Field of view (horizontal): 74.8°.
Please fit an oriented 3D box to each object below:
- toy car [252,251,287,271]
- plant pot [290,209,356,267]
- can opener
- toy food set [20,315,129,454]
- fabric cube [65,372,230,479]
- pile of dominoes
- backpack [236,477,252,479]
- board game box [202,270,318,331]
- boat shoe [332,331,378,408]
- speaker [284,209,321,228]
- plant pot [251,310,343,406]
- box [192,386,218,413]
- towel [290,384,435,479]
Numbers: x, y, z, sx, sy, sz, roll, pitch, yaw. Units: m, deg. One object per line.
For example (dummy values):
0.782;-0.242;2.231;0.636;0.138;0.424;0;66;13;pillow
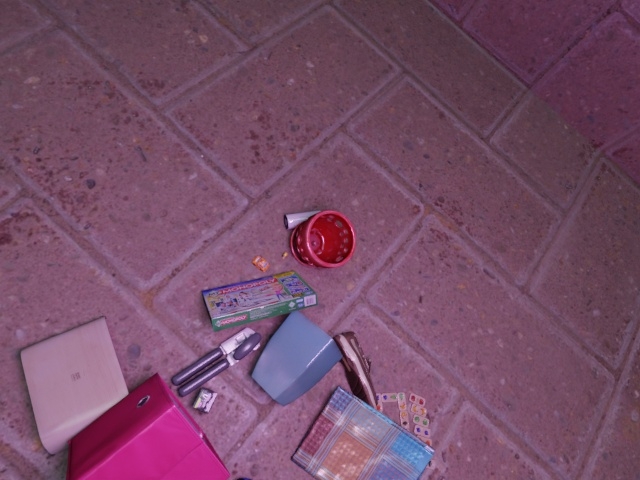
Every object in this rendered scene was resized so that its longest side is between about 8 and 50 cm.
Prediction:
-0.174;0.057;1.445;0.122;0.040;0.060;-34;82;-24;toy car
0.000;0.000;1.427;0.191;0.174;0.191;2;85;-28;plant pot
-0.307;0.360;1.262;0.283;0.095;0.076;-31;80;-24;can opener
-0.668;0.387;1.162;0.219;0.092;0.306;-21;69;-22;toy food set
-0.428;0.536;1.035;0.258;0.254;0.259;-36;108;-23;fabric cube
0.279;0.626;1.365;0.195;0.040;0.251;1;70;-16;pile of dominoes
-0.207;0.728;1.157;0.101;0.098;0.120;30;54;-27;backpack
-0.194;0.180;1.307;0.317;0.213;0.046;-12;110;-20;board game box
0.135;0.419;1.374;0.095;0.095;0.257;-18;78;-31;boat shoe
-0.060;-0.075;1.520;0.136;0.055;0.055;-9;73;-19;speaker
-0.079;0.368;1.268;0.165;0.165;0.234;33;71;30;plant pot
-0.337;0.466;1.220;0.052;0.083;0.062;26;65;-6;box
0.134;0.657;1.274;0.370;0.040;0.271;35;80;-1;towel
